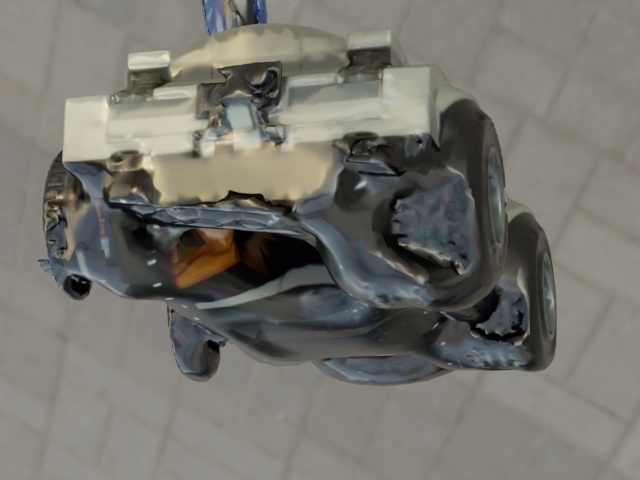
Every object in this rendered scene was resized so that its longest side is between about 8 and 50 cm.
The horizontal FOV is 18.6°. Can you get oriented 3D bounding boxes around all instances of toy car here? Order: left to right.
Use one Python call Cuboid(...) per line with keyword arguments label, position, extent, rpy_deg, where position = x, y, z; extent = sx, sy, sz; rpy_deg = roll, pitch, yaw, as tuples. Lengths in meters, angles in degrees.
Cuboid(label="toy car", position=(0.000, -0.002, 0.882), extent=(0.193, 0.118, 0.301), rpy_deg=(-4, 165, 15))

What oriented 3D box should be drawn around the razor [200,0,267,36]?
Cuboid(label="razor", position=(-0.075, -0.231, 0.899), extent=(0.324, 0.056, 0.093), rpy_deg=(70, 160, 6))
